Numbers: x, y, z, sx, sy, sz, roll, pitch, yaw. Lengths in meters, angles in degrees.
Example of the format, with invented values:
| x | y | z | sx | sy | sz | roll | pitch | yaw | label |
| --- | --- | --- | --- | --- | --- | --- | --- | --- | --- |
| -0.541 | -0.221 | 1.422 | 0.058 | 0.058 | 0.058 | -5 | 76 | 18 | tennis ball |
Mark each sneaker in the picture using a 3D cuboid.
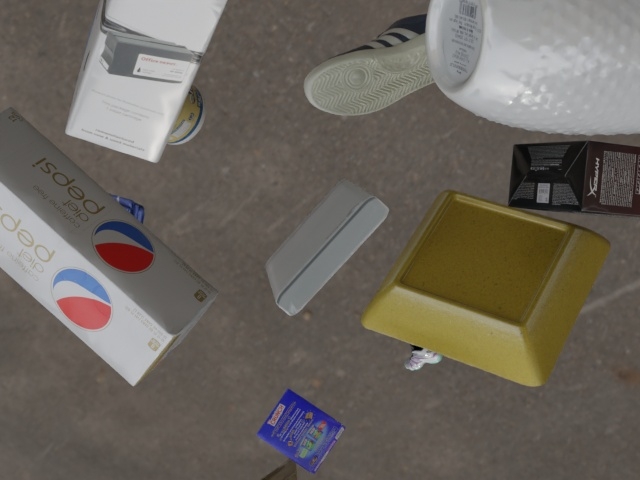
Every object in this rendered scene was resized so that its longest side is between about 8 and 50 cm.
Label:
| x | y | z | sx | sy | sz | roll | pitch | yaw | label |
| --- | --- | --- | --- | --- | --- | --- | --- | --- | --- |
| 0.126 | -0.352 | 1.943 | 0.350 | 0.148 | 0.131 | -18 | 127 | -7 | sneaker |
| 0.185 | 0.216 | 1.955 | 0.069 | 0.038 | 0.098 | 40 | 136 | -22 | sneaker |

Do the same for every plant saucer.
| x | y | z | sx | sy | sz | roll | pitch | yaw | label |
| --- | --- | --- | --- | --- | --- | --- | --- | --- | --- |
| 0.278 | 0.049 | 1.688 | 0.333 | 0.333 | 0.081 | 18 | 145 | 25 | plant saucer |

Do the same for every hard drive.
| x | y | z | sx | sy | sz | roll | pitch | yaw | label |
| --- | --- | --- | --- | --- | --- | --- | --- | --- | --- |
| 0.000 | 0.000 | 1.754 | 0.047 | 0.233 | 0.353 | 42 | -178 | -10 | hard drive |

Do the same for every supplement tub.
| x | y | z | sx | sy | sz | roll | pitch | yaw | label |
| --- | --- | --- | --- | --- | --- | --- | --- | --- | --- |
| -0.358 | -0.301 | 2.175 | 0.144 | 0.144 | 0.200 | 4 | 170 | 31 | supplement tub |

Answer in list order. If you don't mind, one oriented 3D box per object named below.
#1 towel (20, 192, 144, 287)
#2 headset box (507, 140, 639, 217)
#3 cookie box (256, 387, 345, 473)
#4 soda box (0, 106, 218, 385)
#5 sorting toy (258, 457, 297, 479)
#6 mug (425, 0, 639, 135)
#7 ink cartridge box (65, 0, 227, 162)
| x | y | z | sx | sy | sz | roll | pitch | yaw | label |
| --- | --- | --- | --- | --- | --- | --- | --- | --- | --- |
| -0.446 | 0.014 | 1.842 | 0.336 | 0.040 | 0.243 | 18 | 103 | 41 | towel |
| 0.485 | -0.091 | 1.606 | 0.293 | 0.110 | 0.218 | 4 | -178 | -19 | headset box |
| -0.031 | 0.301 | 1.582 | 0.107 | 0.092 | 0.040 | 32 | 168 | 17 | cookie box |
| -0.187 | 0.004 | 0.754 | 0.216 | 0.069 | 0.074 | 41 | 128 | 0 | soda box |
| -0.060 | 0.503 | 1.535 | 0.041 | 0.229 | 0.307 | -5 | 87 | 8 | sorting toy |
| 0.307 | -0.306 | 1.387 | 0.328 | 0.374 | 0.276 | -4 | 126 | -21 | mug |
| -0.259 | -0.371 | 1.584 | 0.166 | 0.285 | 0.395 | 17 | 133 | -18 | ink cartridge box |
